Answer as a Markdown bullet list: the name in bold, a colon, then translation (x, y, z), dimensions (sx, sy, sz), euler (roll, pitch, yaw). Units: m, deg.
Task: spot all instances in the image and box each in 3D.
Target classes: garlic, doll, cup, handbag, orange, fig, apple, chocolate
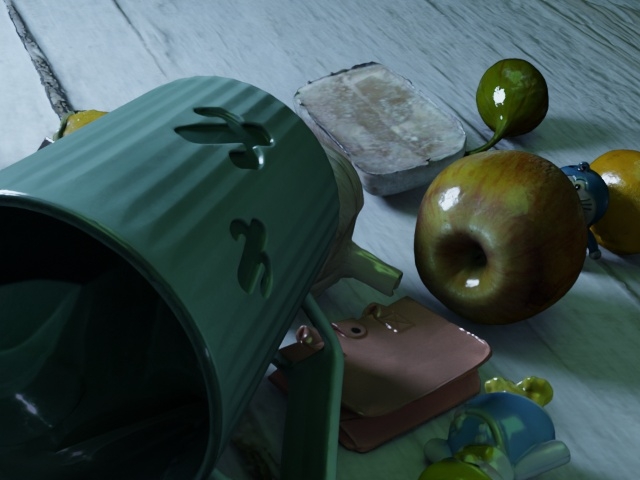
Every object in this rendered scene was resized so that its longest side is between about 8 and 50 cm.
- **garlic**: translation (0.000, 0.000, 1.376), dimensions (0.212, 0.218, 0.218), euler (29, 31, -1)
- **doll**: translation (0.160, 0.218, 1.127), dimensions (0.135, 0.098, 0.241), euler (27, 32, 17)
- **cup**: translation (-0.154, 0.072, 1.080), dimensions (0.310, 0.400, 0.392), euler (-4, 25, 24)
- **doll**: translation (0.334, -0.039, 1.556), dimensions (0.114, 0.152, 0.085), euler (24, 35, 19)
- **handbag**: translation (0.067, 0.136, 1.272), dimensions (0.212, 0.059, 0.157), euler (-19, 41, -39)
- **orange**: translation (0.429, -0.049, 1.619), dimensions (0.159, 0.159, 0.136), euler (35, 79, 35)
- **fig**: translation (0.288, -0.198, 1.870), dimensions (0.124, 0.124, 0.236), euler (20, 47, 17)
- **apple**: translation (0.216, -0.005, 1.407), dimensions (0.211, 0.211, 0.188), euler (24, 29, 23)
- **chocolate**: translation (0.083, -0.157, 1.733), dimensions (0.185, 0.100, 0.303), euler (-16, 35, -20)

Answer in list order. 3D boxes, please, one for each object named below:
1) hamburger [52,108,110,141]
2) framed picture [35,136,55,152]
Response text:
- **hamburger**: translation (-0.270, -0.091, 1.517), dimensions (0.185, 0.113, 0.177), euler (-28, 53, -35)
- **framed picture**: translation (-0.304, -0.036, 1.400), dimensions (0.168, 0.128, 0.023), euler (30, -5, 29)
